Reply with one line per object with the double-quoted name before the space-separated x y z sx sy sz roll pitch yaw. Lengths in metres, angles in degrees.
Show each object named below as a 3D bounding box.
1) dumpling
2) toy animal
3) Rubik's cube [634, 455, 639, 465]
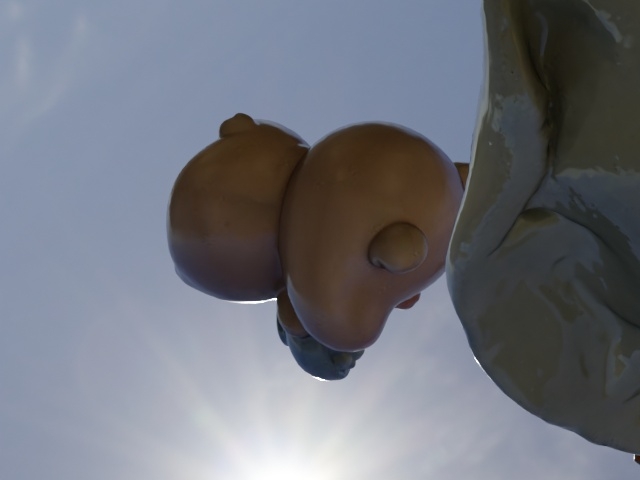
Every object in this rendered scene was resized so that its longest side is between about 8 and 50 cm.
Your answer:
"dumpling" 0.151 -0.038 0.673 0.243 0.318 0.187 -41 -157 10
"toy animal" -0.003 -0.019 1.375 0.229 0.221 0.210 -51 176 35
"Rubik's cube" 0.362 0.200 1.634 0.111 0.093 0.111 -26 -164 8
